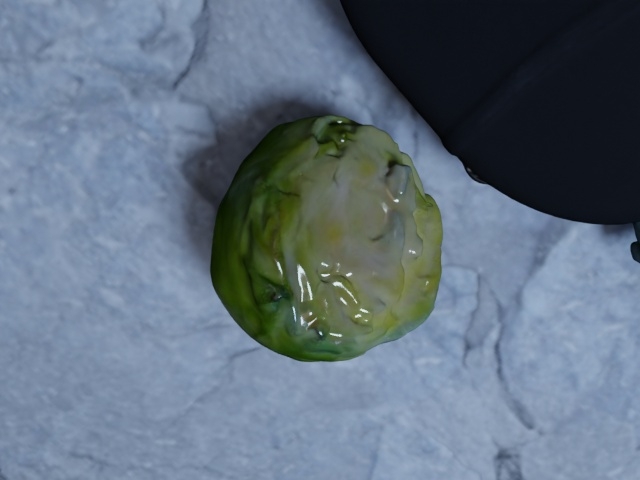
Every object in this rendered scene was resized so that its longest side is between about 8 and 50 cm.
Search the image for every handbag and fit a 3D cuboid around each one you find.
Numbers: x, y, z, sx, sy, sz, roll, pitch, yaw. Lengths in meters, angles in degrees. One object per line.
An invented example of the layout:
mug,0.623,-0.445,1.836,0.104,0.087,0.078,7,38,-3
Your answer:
handbag,0.131,-0.146,0.423,0.308,0.093,0.254,50,132,0

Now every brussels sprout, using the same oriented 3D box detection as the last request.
brussels sprout,-0.004,0.002,0.514,0.151,0.122,0.149,-46,114,-24

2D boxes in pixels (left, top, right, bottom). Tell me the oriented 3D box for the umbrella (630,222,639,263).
umbrella,0.227,-0.144,0.487,0.143,0.094,0.349,-21,105,1
